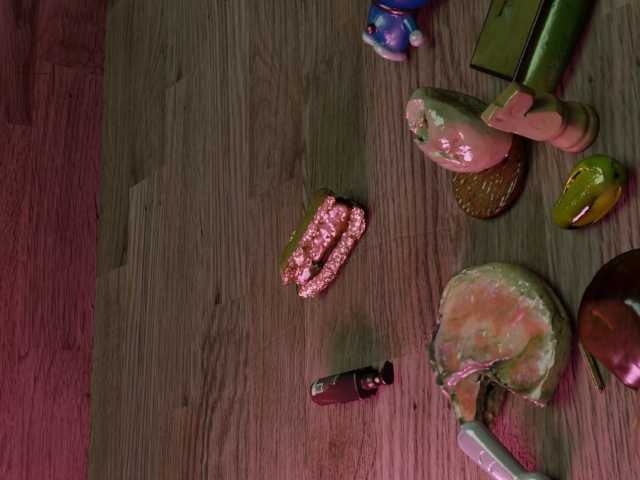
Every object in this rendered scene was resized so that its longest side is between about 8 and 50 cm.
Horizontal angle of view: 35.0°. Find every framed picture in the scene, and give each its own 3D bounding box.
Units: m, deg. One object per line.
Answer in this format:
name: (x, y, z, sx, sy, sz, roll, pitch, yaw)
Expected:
framed picture: (0.365, -0.460, 1.828, 0.255, 0.014, 0.338, -120, 46, -72)

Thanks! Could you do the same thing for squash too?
squash: (0.403, -0.350, 1.763, 0.082, 0.082, 0.292, 37, 112, 53)

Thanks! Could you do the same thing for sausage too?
sausage: (0.435, 0.201, 1.633, 0.015, 0.015, 0.100, -45, 47, 41)

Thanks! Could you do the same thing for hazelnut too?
hazelnut: (0.488, 0.114, 1.433, 0.234, 0.218, 0.218, 24, 102, 58)

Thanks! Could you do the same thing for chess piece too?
chess piece: (0.362, -0.205, 1.679, 0.090, 0.200, 0.090, -18, 68, 52)

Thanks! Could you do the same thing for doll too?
doll: (0.168, -0.509, 2.112, 0.215, 0.161, 0.256, 46, 137, 35)

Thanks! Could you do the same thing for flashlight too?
flashlight: (0.305, 0.381, 1.694, 0.200, 0.047, 0.093, 44, 127, 26)

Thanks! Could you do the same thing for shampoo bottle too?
shampoo bottle: (0.069, 0.299, 2.108, 0.236, 0.067, 0.068, -22, 74, 51)

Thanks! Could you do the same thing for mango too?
mango: (0.437, -0.077, 1.655, 0.165, 0.074, 0.091, -54, 46, 52)

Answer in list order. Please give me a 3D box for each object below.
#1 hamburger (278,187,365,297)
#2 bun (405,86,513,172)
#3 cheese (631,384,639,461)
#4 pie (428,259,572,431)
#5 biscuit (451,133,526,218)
hamburger: (0.000, 0.000, 2.250, 0.262, 0.124, 0.131, -58, 21, 22)
bun: (0.238, -0.192, 1.815, 0.178, 0.193, 0.127, -114, 43, -58)
cheese: (0.494, 0.235, 1.333, 0.159, 0.263, 0.093, 2, 56, 14)
pie: (0.306, 0.182, 1.779, 0.337, 0.075, 0.337, -23, 63, 54)
biscuit: (0.314, -0.132, 1.887, 0.188, 0.027, 0.187, -23, 62, 52)
